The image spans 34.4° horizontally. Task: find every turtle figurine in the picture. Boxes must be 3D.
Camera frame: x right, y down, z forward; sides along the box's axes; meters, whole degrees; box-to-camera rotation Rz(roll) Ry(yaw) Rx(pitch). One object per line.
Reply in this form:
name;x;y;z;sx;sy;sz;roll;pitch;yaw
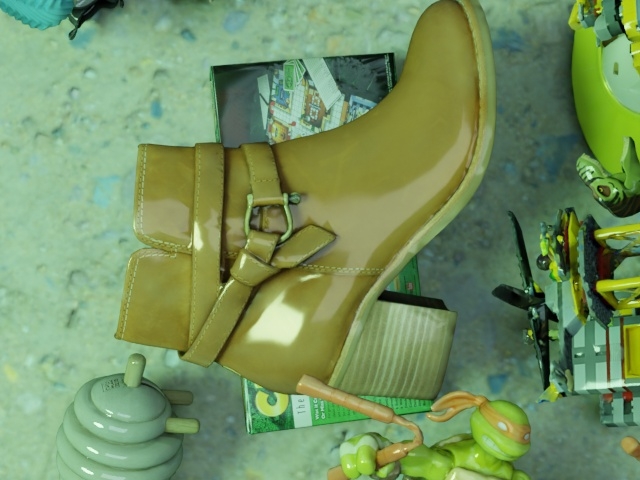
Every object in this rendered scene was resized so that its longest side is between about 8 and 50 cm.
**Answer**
turtle figurine;0.075;0.180;0.677;0.269;0.087;0.217;18;109;-21

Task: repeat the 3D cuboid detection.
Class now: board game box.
board game box;0.000;0.000;0.737;0.136;0.030;0.260;-5;86;-11

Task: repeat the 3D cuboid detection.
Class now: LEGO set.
LEGO set;0.206;-0.009;0.663;0.192;0.331;0.255;-10;70;30

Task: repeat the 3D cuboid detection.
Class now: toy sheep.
toy sheep;-0.129;0.131;0.678;0.091;0.091;0.132;12;109;-7

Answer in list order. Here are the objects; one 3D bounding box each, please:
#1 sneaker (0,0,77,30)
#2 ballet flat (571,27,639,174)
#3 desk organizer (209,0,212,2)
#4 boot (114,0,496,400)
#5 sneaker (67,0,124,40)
sneaker;-0.216;-0.229;0.665;0.092;0.087;0.229;-36;67;-12
ballet flat;0.228;-0.163;0.757;0.077;0.077;0.231;0;86;-10
desk organizer;-0.064;-0.227;0.734;0.130;0.050;0.047;-51;127;-24
boot;-0.010;-0.042;0.682;0.220;0.109;0.284;11;92;-5
sneaker;-0.185;-0.172;0.719;0.098;0.038;0.069;-9;86;-8
